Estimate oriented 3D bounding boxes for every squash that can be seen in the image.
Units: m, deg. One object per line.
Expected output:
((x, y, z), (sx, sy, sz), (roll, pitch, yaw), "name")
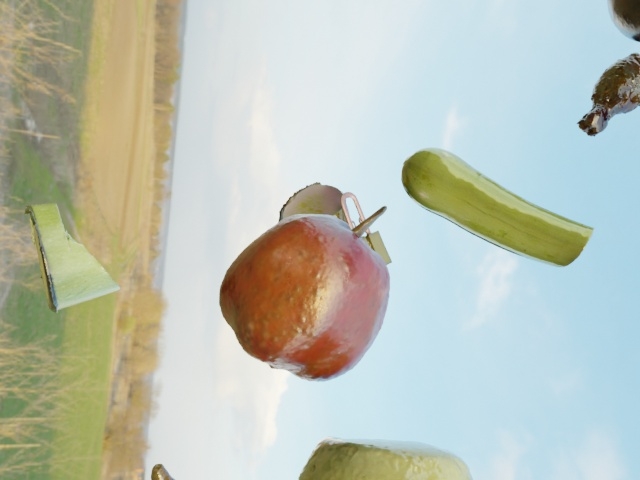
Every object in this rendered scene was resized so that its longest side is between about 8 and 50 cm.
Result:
((0.216, -0.043, 0.689), (0.083, 0.250, 0.083), (-51, 161, -25), "squash")
((-0.493, 0.021, 1.042), (0.220, 0.133, 0.220), (44, -35, 43), "squash")

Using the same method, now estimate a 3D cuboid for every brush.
((0.110, -0.024, 1.493), (0.047, 0.103, 0.233), (-20, -88, 55), "brush")

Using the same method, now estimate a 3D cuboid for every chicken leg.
((0.641, -0.285, 1.051), (0.083, 0.322, 0.177), (92, -6, -61), "chicken leg")

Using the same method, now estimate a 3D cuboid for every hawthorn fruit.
((0.002, 0.068, 0.897), (0.330, 0.287, 0.287), (-52, -155, 10), "hawthorn fruit")

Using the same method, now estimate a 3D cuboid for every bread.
((0.099, 0.442, 0.851), (0.320, 0.320, 0.237), (133, -38, -65), "bread")

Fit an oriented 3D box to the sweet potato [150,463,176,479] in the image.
((-0.239, 0.481, 0.969), (0.078, 0.058, 0.255), (42, -17, 39), "sweet potato")

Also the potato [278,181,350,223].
((0.000, 0.000, 1.613), (0.229, 0.229, 0.266), (-105, 178, -50), "potato")

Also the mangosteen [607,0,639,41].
((0.626, -0.463, 0.901), (0.235, 0.235, 0.261), (-111, -160, -56), "mangosteen")
